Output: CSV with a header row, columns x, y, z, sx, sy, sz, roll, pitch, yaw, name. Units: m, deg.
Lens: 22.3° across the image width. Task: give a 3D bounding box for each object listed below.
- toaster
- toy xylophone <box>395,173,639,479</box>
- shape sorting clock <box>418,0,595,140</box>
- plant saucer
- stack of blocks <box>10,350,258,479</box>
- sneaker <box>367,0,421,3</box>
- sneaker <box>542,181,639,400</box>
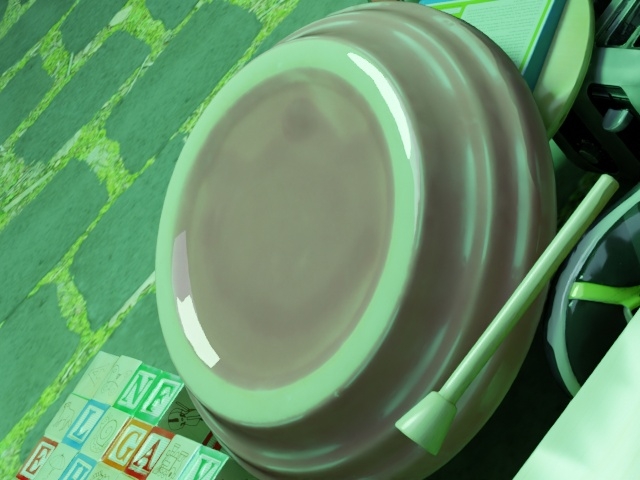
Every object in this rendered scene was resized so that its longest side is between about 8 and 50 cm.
x,y,z,sx,sy,sz,roll,pitch,yaw,name
0.237,-0.132,1.076,0.185,0.110,0.168,-53,26,-8,toaster
0.182,0.091,0.840,0.322,0.081,0.236,-47,42,1,toy xylophone
0.102,-0.105,1.097,0.206,0.040,0.206,-31,39,30,shape sorting clock
0.000,0.000,1.050,0.332,0.084,0.332,-16,68,45,plant saucer
-0.129,0.194,1.237,0.171,0.087,0.297,-56,26,-14,stack of blocks
0.149,-0.308,1.474,0.135,0.098,0.276,-4,53,57,sneaker
0.222,0.001,0.946,0.234,0.084,0.097,-53,28,-6,sneaker
